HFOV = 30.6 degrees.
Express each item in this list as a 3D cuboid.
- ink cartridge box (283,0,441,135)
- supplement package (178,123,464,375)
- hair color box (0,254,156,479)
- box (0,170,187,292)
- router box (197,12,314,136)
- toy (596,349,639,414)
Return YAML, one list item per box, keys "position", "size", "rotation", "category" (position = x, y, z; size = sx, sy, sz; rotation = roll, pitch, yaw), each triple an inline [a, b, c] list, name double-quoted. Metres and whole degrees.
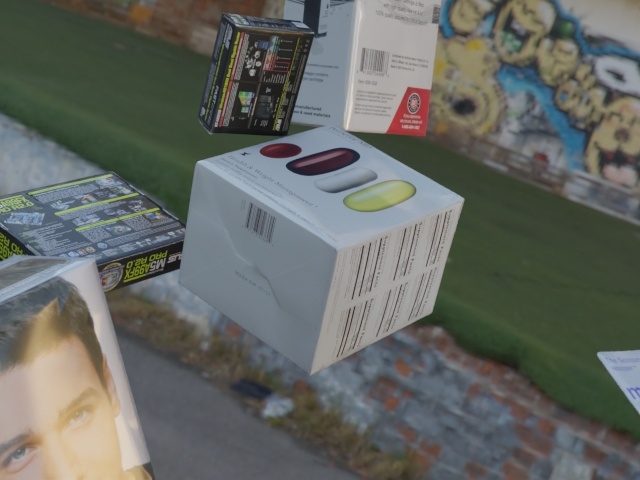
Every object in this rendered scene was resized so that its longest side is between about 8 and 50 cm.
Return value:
- position: [0.054, -0.273, 1.447]
  size: [0.114, 0.272, 0.197]
  rotation: [12, 9, 34]
  category: "ink cartridge box"
- position: [0.000, 0.000, 1.197]
  size: [0.194, 0.149, 0.203]
  rotation: [32, 34, 30]
  category: "supplement package"
- position: [-0.237, 0.217, 0.949]
  size: [0.114, 0.374, 0.185]
  rotation: [0, 20, 40]
  category: "hair color box"
- position: [-0.351, -0.009, 1.755]
  size: [0.216, 0.060, 0.270]
  rotation: [33, 32, 29]
  category: "box"
- position: [-0.068, -0.169, 1.208]
  size: [0.092, 0.122, 0.038]
  rotation: [0, 30, -31]
  category: "router box"
- position: [0.287, 0.137, 0.694]
  size: [0.137, 0.056, 0.237]
  rotation: [5, 41, -38]
  category: "toy"
